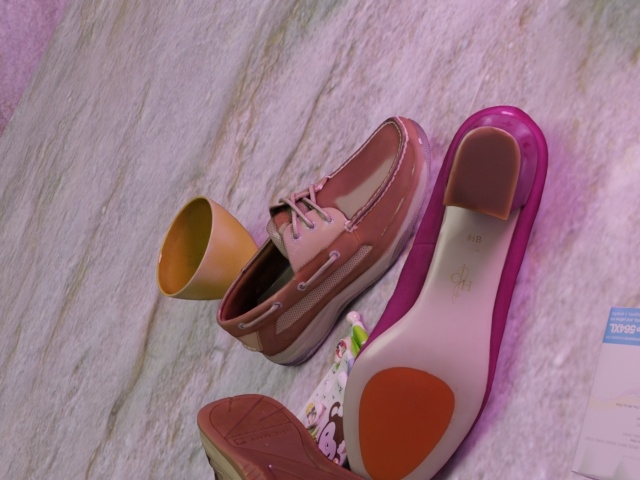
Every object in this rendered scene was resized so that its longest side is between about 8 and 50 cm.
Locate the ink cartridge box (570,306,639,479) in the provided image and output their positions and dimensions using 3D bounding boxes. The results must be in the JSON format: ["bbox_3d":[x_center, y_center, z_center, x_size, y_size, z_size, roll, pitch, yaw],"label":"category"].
[{"bbox_3d":[0.248,0.129,0.822,0.090,0.092,0.143,1,71,58],"label":"ink cartridge box"}]

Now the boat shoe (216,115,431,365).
[{"bbox_3d":[0.000,0.000,1.270,0.324,0.116,0.123,-56,32,18],"label":"boat shoe"}]

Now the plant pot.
[{"bbox_3d":[-0.133,0.021,1.486,0.134,0.095,0.134,-35,43,42],"label":"plant pot"}]

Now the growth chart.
[{"bbox_3d":[-0.003,0.203,1.206,0.237,0.021,0.172,-57,23,9],"label":"growth chart"}]

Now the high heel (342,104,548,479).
[{"bbox_3d":[0.127,0.060,1.099,0.377,0.127,0.181,-69,-11,16],"label":"high heel"}]

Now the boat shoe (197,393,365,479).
[{"bbox_3d":[-0.025,0.271,1.070,0.342,0.123,0.123,39,132,54],"label":"boat shoe"}]
